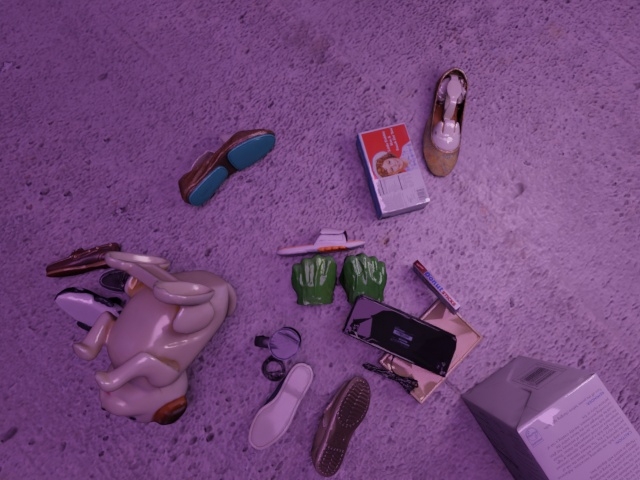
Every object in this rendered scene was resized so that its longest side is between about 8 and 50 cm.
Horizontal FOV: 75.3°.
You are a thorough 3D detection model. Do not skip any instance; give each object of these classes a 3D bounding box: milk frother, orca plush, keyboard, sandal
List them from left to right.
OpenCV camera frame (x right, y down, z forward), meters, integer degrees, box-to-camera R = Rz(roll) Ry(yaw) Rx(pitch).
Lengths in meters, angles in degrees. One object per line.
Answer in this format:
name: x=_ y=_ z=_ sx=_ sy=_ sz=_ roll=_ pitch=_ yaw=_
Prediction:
orca plush: x=-0.579 y=0.191 z=1.175 sx=0.287 sy=0.151 sz=0.102 roll=18 pitch=35 yaw=-12
milk frother: x=-0.110 y=0.316 z=1.141 sx=0.129 sy=0.135 sz=0.143 roll=-13 pitch=80 yaw=-3
sandal: x=-0.001 y=-0.001 z=1.220 sx=0.265 sy=0.102 sz=0.076 roll=-6 pitch=82 yaw=0
keyboard: x=0.210 y=0.299 z=1.153 sx=0.317 sy=0.033 sz=0.201 roll=24 pitch=82 yaw=-2

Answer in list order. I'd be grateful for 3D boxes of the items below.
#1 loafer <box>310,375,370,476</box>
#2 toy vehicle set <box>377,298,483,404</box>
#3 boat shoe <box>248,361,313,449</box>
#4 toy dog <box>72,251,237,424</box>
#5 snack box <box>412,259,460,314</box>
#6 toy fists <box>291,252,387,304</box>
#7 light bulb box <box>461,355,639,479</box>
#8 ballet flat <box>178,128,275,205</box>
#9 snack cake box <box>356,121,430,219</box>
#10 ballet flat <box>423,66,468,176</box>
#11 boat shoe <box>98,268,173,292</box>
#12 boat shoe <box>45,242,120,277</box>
loafer: x=0.045 y=0.493 z=1.133 sx=0.102 sy=0.092 sz=0.268 roll=42 pitch=64 yaw=-20
toy vehicle set: x=0.318 y=0.315 z=1.199 sx=0.267 sy=0.035 sz=0.166 roll=-43 pitch=83 yaw=-8
boat shoe: x=-0.107 y=0.450 z=1.145 sx=0.095 sy=0.079 sz=0.254 roll=28 pitch=78 yaw=6
toy dog: x=-0.423 y=0.265 z=1.073 sx=0.285 sy=0.395 sz=0.407 roll=23 pitch=95 yaw=22
snack box: x=0.330 y=0.134 z=1.192 sx=0.022 sy=0.064 sz=0.178 roll=-37 pitch=64 yaw=-4
toy fists: x=0.055 y=0.108 z=1.206 sx=0.279 sy=0.096 sz=0.142 roll=-1 pitch=92 yaw=-2
light bulb box: x=0.584 y=0.511 z=1.005 sx=0.225 sy=0.358 sz=0.361 roll=-32 pitch=83 yaw=-5
ballet flat: x=-0.299 y=-0.249 z=1.271 sx=0.342 sy=0.116 sz=0.124 roll=-42 pitch=64 yaw=-4
snack cake box: x=0.216 y=-0.211 z=1.270 sx=0.152 sy=0.089 sz=0.264 roll=-14 pitch=80 yaw=-2
ballet flat: x=0.395 y=-0.378 z=1.291 sx=0.123 sy=0.123 sz=0.348 roll=11 pitch=80 yaw=1
boat shoe: x=-0.536 y=0.116 z=1.201 sx=0.229 sy=0.076 sz=0.080 roll=5 pitch=79 yaw=0
boat shoe: x=-0.692 y=0.057 z=1.214 sx=0.207 sy=0.073 sz=0.073 roll=-12 pitch=78 yaw=-10
